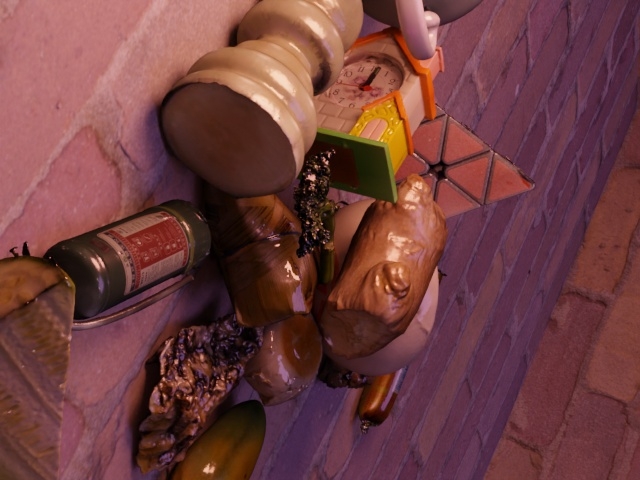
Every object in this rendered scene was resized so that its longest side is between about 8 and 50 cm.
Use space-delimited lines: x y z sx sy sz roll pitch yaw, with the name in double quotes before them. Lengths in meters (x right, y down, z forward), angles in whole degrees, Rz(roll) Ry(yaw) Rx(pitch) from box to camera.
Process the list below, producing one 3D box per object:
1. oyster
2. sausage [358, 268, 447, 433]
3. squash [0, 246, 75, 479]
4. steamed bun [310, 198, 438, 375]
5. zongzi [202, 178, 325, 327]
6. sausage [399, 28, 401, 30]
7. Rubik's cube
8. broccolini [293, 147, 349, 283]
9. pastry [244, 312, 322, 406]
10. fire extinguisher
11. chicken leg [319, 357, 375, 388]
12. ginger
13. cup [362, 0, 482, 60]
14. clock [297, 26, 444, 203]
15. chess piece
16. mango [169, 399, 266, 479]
"oyster" -0.172 0.214 1.523 0.214 0.083 0.222 -29 138 -54
"sausage" 0.159 0.222 2.250 0.371 0.082 0.082 -68 156 -10
"squash" -0.286 0.154 1.131 0.203 0.111 0.288 -33 130 -4
"steamed bun" 0.060 0.074 1.754 0.283 0.177 0.282 -179 -90 -72
"zongzi" -0.087 -0.037 1.546 0.260 0.123 0.289 -49 120 -78
"sausage" 0.132 -0.337 1.867 0.034 0.034 0.083 10 98 -66
"Rubik's cube" 0.222 -0.150 2.056 0.228 0.233 0.228 -3 69 -27
"broccolini" 0.001 0.003 1.418 0.271 0.062 0.123 83 30 -60
"pastry" -0.062 0.167 1.666 0.166 0.088 0.165 26 57 -49
"fire extinguisher" -0.235 0.029 1.234 0.294 0.093 0.118 -29 95 -58
"chicken leg" 0.038 0.208 1.992 0.196 0.081 0.125 25 73 -59
"ginger" 0.094 0.039 1.527 0.221 0.130 0.275 37 74 -86
"cup" 0.126 -0.401 1.481 0.274 0.260 0.356 58 28 -64
"clock" 0.052 -0.199 1.557 0.255 0.220 0.106 -58 150 -32
"chess piece" -0.051 -0.227 1.400 0.182 0.182 0.330 80 29 -46
"mango" -0.151 0.343 1.638 0.237 0.091 0.137 -44 149 -48
